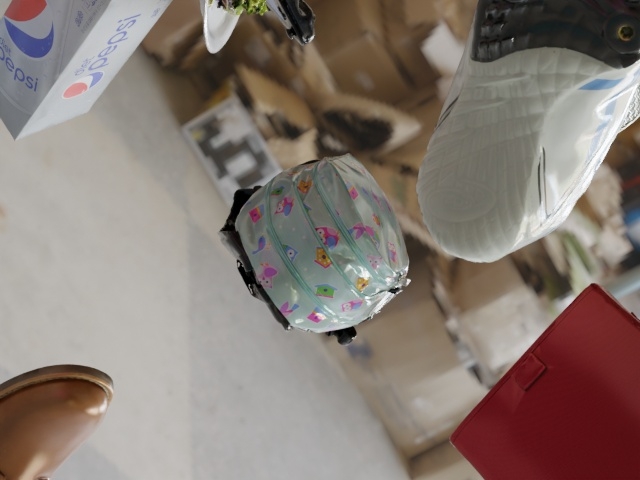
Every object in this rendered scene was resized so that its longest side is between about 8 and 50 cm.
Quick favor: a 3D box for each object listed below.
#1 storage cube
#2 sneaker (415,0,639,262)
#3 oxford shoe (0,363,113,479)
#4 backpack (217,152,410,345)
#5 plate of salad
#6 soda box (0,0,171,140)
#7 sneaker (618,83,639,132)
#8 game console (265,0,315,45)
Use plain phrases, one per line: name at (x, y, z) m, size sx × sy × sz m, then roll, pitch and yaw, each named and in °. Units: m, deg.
storage cube at (0.265, 0.187, 1.254) m, size 0.183 × 0.215 × 0.193 m, roll 38°, pitch 7°, yaw -45°
sneaker at (0.111, -0.085, 0.675) m, size 0.085 × 0.237 × 0.086 m, roll 37°, pitch 48°, yaw 10°
oxford shoe at (-0.199, 0.151, 0.933) m, size 0.076 × 0.212 × 0.076 m, roll 25°, pitch 38°, yaw -34°
backpack at (0.000, 0.000, 1.117) m, size 0.152 × 0.115 × 0.182 m, roll 53°, pitch 12°, yaw 4°
plate of salad at (-0.069, -0.272, 1.394) m, size 0.048 × 0.200 × 0.200 m, roll 16°, pitch 17°, yaw 6°
soda box at (-0.227, -0.209, 1.392) m, size 0.098 × 0.286 × 0.091 m, roll -28°, pitch 82°, yaw -39°
sneaker at (0.331, -0.218, 1.726) m, size 0.094 × 0.256 × 0.151 m, roll 42°, pitch 17°, yaw -51°
game console at (-0.094, -0.346, 1.788) m, size 0.213 × 0.044 × 0.361 m, roll 49°, pitch 3°, yaw -34°
